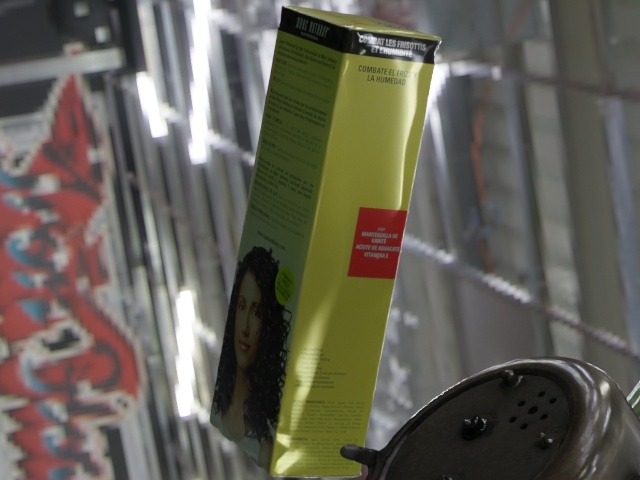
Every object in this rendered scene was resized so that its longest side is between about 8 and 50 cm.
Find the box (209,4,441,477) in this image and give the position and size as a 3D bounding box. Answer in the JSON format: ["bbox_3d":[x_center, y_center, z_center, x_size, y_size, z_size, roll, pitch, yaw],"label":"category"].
[{"bbox_3d":[0.000,0.000,0.948,0.087,0.058,0.232,27,-70,61],"label":"box"}]

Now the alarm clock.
[{"bbox_3d":[0.092,0.103,0.762,0.192,0.129,0.064,-8,-55,41],"label":"alarm clock"}]

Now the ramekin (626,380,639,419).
[{"bbox_3d":[0.245,0.189,0.905,0.148,0.303,0.303,-50,-147,14],"label":"ramekin"}]
